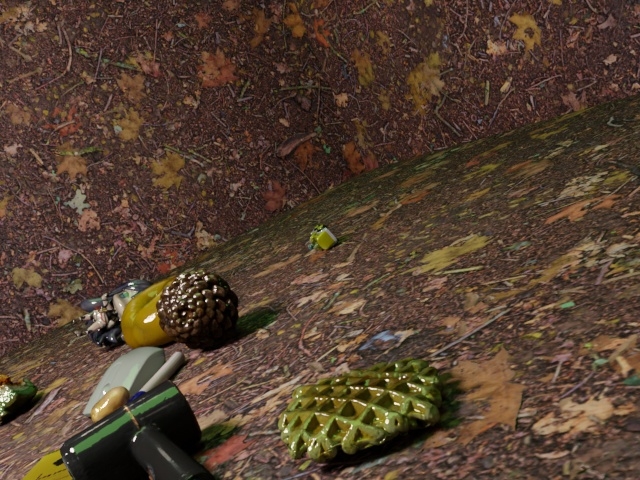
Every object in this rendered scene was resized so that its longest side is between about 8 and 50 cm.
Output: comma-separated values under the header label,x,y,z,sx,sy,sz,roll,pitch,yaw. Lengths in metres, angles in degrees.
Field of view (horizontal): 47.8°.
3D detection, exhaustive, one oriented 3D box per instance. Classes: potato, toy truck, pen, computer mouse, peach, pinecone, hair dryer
label,x,y,z,sx,sy,sz,roll,pitch,yaw
potato,-0.408,0.323,1.407,0.083,0.062,0.068,-20,-30,-32
toy truck,0.000,0.000,2.234,0.077,0.076,0.111,-47,14,-15
pen,-0.339,0.293,1.495,0.033,0.033,0.269,-22,9,13
computer mouse,-0.424,0.298,1.565,0.127,0.079,0.231,-23,12,25
peach,-0.420,0.197,1.939,0.251,0.153,0.251,-32,20,13
pinecone,-0.272,0.161,1.655,0.179,0.184,0.204,-47,-18,4
hair dryer,-0.220,0.301,0.950,0.189,0.107,0.352,-29,15,-25

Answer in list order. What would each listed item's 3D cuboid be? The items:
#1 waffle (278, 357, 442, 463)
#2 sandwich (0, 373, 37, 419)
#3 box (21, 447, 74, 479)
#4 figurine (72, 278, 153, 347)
label,x,y,z,sx,sy,sz,roll,pitch,yaw
waffle,0.049,0.205,0.903,0.214,0.054,0.208,-18,6,5
sandwich,-0.835,0.385,1.873,0.109,0.160,0.185,-45,5,-11
box,-0.419,0.388,1.108,0.153,0.041,0.279,-23,8,11
figurine,-0.611,0.224,2.204,0.264,0.175,0.197,-18,3,-9
